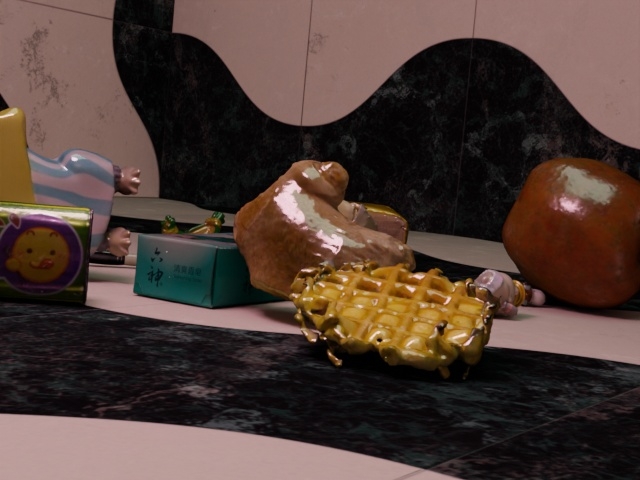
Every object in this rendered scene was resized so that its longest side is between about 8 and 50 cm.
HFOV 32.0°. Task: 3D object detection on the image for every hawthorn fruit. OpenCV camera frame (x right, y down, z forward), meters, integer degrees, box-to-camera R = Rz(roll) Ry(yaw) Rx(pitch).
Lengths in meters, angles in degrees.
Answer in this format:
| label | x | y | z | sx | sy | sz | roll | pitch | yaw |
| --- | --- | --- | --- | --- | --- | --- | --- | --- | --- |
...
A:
| label | x | y | z | sx | sy | sz | roll | pitch | yaw |
| --- | --- | --- | --- | --- | --- | --- | --- | --- | --- |
| hawthorn fruit | 0.478 | -0.001 | 1.952 | 0.268 | 0.267 | 0.301 | 1 | 19 | -45 |

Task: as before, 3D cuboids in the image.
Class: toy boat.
| label | x | y | z | sx | sy | sz | roll | pitch | yaw |
| --- | --- | --- | --- | --- | --- | --- | --- | --- | --- |
| toy boat | -0.264 | -0.014 | 2.312 | 0.089 | 0.088 | 0.229 | 6 | 5 | 22 |

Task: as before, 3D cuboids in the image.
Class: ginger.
| label | x | y | z | sx | sy | sz | roll | pitch | yaw |
| --- | --- | --- | --- | --- | --- | --- | --- | --- | --- |
| ginger | 0.000 | 0.000 | 1.543 | 0.276 | 0.221 | 0.130 | 14 | -18 | 20 |

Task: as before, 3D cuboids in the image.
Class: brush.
| label | x | y | z | sx | sy | sz | roll | pitch | yaw |
| --- | --- | --- | --- | --- | --- | --- | --- | --- | --- |
| brush | -0.335 | 0.036 | 1.974 | 0.299 | 0.039 | 0.042 | 7 | 7 | -18 |

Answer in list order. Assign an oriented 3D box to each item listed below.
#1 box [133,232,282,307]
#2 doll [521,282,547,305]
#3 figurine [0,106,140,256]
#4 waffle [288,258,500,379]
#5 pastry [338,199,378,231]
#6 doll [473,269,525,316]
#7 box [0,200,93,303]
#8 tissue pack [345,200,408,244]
| label | x | y | z | sx | sy | sz | roll | pitch | yaw |
| --- | --- | --- | --- | --- | --- | --- | --- | --- | --- |
| box | -0.148 | 0.041 | 1.696 | 0.153 | 0.092 | 0.245 | 7 | 5 | 30 |
| doll | 0.361 | 0.094 | 1.965 | 0.058 | 0.040 | 0.085 | 17 | 4 | -21 |
| figurine | -0.529 | -0.081 | 1.810 | 0.361 | 0.266 | 0.378 | 9 | 2 | -28 |
| waffle | 0.098 | 0.080 | 1.316 | 0.262 | 0.060 | 0.280 | -6 | 21 | -29 |
| pastry | 0.012 | -0.012 | 1.799 | 0.166 | 0.088 | 0.166 | 18 | -26 | 9 |
| doll | 0.274 | 0.090 | 1.751 | 0.127 | 0.073 | 0.084 | 4 | 36 | -47 |
| box | -0.480 | 0.008 | 1.478 | 0.346 | 0.134 | 0.097 | 5 | 5 | -10 |
| tissue pack | 0.085 | -0.015 | 2.430 | 0.192 | 0.134 | 0.271 | 6 | 5 | -1 |
